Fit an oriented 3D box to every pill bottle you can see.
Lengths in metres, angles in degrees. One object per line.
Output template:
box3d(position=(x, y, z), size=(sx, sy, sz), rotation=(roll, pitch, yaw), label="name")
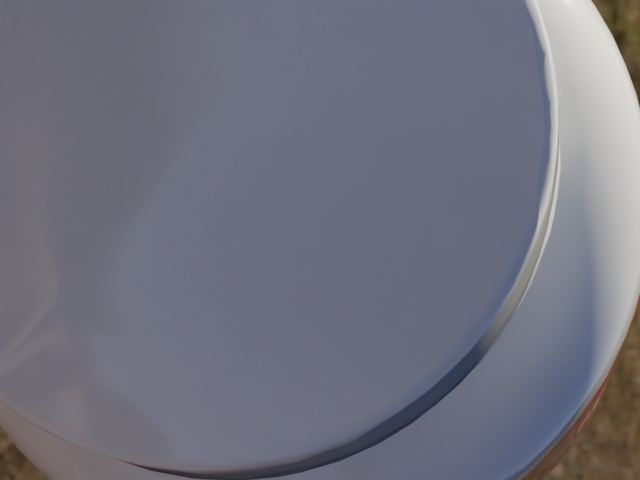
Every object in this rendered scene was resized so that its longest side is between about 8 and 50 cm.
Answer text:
box3d(position=(0.000, 0.000, 0.618), size=(0.407, 0.229, 0.229), rotation=(46, 55, -78), label="pill bottle")
